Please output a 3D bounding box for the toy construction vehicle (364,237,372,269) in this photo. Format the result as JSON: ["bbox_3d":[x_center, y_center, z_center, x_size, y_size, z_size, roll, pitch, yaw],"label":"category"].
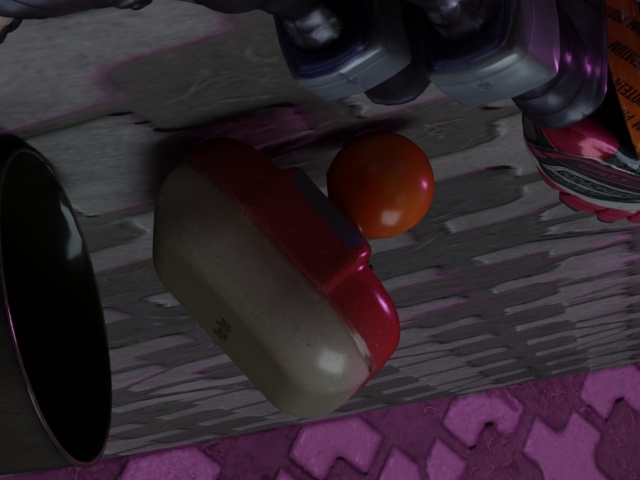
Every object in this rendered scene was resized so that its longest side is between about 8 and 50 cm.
[{"bbox_3d":[-0.006,0.012,1.334,0.086,0.035,0.098,-2,168,0],"label":"toy construction vehicle"}]

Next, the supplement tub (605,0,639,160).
[{"bbox_3d":[0.215,-0.092,0.763,0.190,0.117,0.117,-16,170,14],"label":"supplement tub"}]

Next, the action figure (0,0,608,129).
[{"bbox_3d":[-0.026,-0.091,0.518,0.185,0.099,0.285,-10,169,29],"label":"action figure"}]

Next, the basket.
[{"bbox_3d":[-0.234,0.052,0.901,0.227,0.154,0.204,-10,170,4],"label":"basket"}]

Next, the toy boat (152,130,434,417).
[{"bbox_3d":[0.000,0.000,1.028,0.151,0.151,0.231,-41,176,-12],"label":"toy boat"}]

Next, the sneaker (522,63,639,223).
[{"bbox_3d":[0.248,-0.073,0.912,0.299,0.121,0.112,-15,169,9],"label":"sneaker"}]
